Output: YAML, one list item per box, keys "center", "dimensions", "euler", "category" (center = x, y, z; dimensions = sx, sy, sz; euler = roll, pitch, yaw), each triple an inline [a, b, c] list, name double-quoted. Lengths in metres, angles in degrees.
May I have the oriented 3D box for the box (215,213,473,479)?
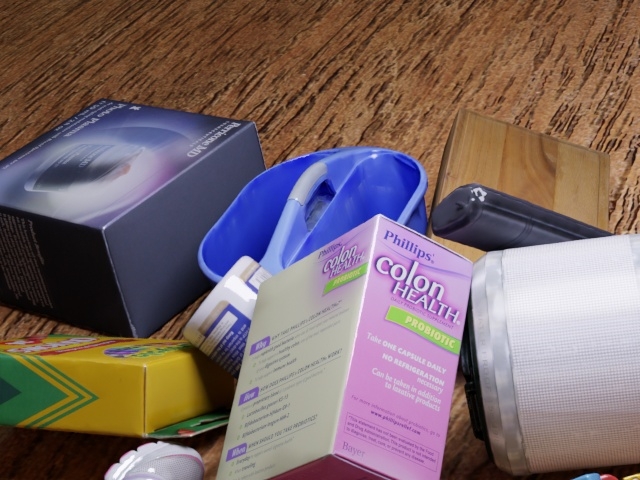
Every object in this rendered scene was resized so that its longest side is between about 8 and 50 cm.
- center: [0.020, 0.134, 1.414]
  dimensions: [0.213, 0.117, 0.243]
  euler: [-32, 40, 51]
  category: "box"

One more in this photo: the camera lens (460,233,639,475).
- center: [0.277, 0.106, 1.444]
  dimensions: [0.274, 0.219, 0.219]
  euler: [-7, 29, 10]
  category: "camera lens"

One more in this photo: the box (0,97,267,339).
- center: [-0.264, -0.039, 1.973]
  dimensions: [0.294, 0.183, 0.296]
  euler: [12, 38, 36]
  category: "box"

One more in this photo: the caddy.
- center: [0.000, 0.000, 1.795]
  dimensions: [0.241, 0.179, 0.341]
  euler: [0, 31, 23]
  category: "caddy"

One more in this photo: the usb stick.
- center: [0.227, 0.001, 1.527]
  dimensions: [0.077, 0.278, 0.045]
  euler: [-35, 52, 38]
  category: "usb stick"

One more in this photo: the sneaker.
- center: [-0.170, 0.293, 1.431]
  dimensions: [0.111, 0.103, 0.252]
  euler: [10, 40, 26]
  category: "sneaker"

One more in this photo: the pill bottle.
- center: [-0.042, 0.114, 1.595]
  dimensions: [0.186, 0.112, 0.112]
  euler: [39, 42, 1]
  category: "pill bottle"

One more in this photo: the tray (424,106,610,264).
- center: [0.229, -0.011, 1.748]
  dimensions: [0.202, 0.076, 0.411]
  euler: [18, 32, 1]
  category: "tray"

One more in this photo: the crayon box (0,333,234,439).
- center: [-0.232, 0.155, 1.631]
  dimensions: [0.318, 0.081, 0.202]
  euler: [1, 3, 23]
  category: "crayon box"

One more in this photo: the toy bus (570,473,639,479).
- center: [0.202, 0.272, 1.300]
  dimensions: [0.191, 0.104, 0.202]
  euler: [0, -22, -46]
  category: "toy bus"
